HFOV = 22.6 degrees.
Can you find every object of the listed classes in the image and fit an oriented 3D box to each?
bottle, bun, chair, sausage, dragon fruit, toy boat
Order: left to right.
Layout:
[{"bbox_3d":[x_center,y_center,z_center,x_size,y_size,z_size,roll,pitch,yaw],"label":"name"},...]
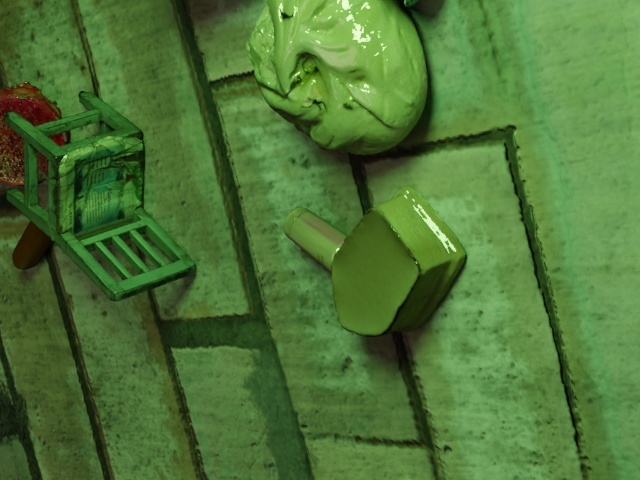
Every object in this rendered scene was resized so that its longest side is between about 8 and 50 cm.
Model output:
[{"bbox_3d":[-0.415,-0.159,2.224,0.111,0.153,0.153,-85,4,-56],"label":"dragon fruit"},{"bbox_3d":[-0.418,0.003,2.338,0.041,0.039,0.131,57,141,13],"label":"sausage"},{"bbox_3d":[-0.284,-0.065,2.055,0.270,0.136,0.147,39,135,37],"label":"chair"},{"bbox_3d":[0.000,0.000,1.802,0.096,0.045,0.045,35,131,39],"label":"bottle"},{"bbox_3d":[0.003,-0.190,1.652,0.237,0.116,0.210,18,120,44],"label":"bun"},{"bbox_3d":[0.070,0.039,1.716,0.116,0.061,0.188,53,140,21],"label":"toy boat"}]

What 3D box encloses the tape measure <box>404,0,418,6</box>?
[{"bbox_3d":[0.046,-0.334,1.555,0.177,0.087,0.154,38,145,38],"label":"tape measure"}]
